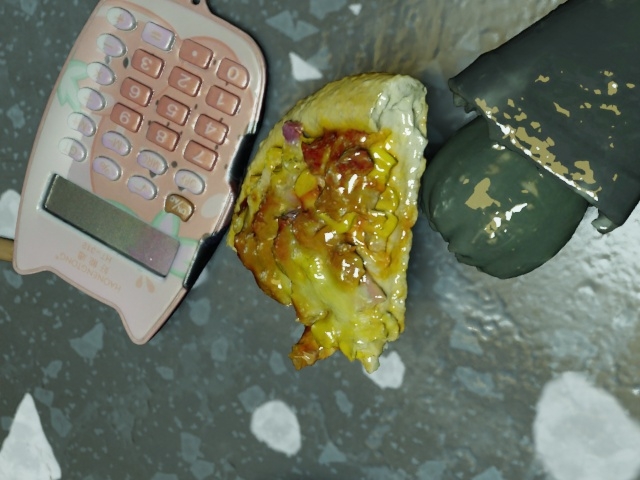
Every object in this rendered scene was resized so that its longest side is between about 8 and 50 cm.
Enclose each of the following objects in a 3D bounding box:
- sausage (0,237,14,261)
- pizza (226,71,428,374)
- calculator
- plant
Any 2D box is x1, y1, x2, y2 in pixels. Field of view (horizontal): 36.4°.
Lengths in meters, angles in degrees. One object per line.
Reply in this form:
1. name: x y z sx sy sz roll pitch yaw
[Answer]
1. sausage: -0.363 0.004 1.029 0.116 0.026 0.026 11 103 20
2. pizza: 0.000 0.000 0.786 0.289 0.081 0.228 -37 67 50
3. calculator: -0.169 -0.081 0.928 0.220 0.048 0.329 29 106 16
4. plant: 0.184 -0.086 0.733 0.164 0.142 0.256 44 101 9
